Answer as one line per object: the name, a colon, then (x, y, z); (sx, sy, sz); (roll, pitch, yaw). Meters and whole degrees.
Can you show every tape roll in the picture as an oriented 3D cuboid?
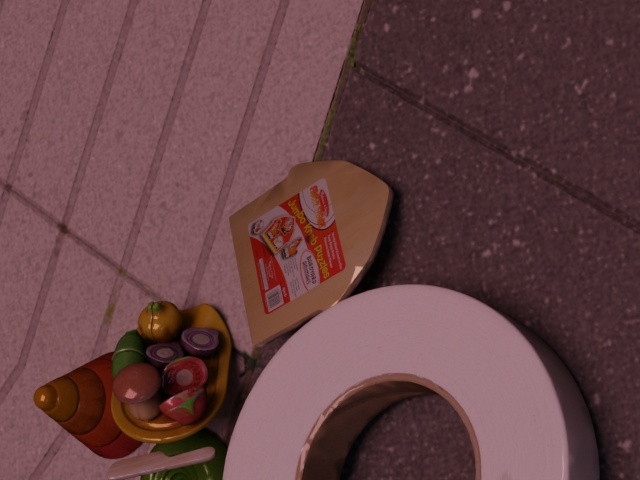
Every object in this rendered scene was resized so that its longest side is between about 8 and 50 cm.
tape roll: (0.080, 0.234, 1.758); (0.392, 0.072, 0.392); (-12, 67, 31)

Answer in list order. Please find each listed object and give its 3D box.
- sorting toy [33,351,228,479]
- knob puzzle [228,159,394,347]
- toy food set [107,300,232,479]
sorting toy: (-0.188, 0.243, 1.954); (0.365, 0.126, 0.127); (42, 107, 35)
knob puzzle: (0.000, 0.000, 1.906); (0.213, 0.030, 0.213); (-20, 54, 31)
toy food set: (-0.164, 0.137, 1.932); (0.128, 0.071, 0.218); (-7, 46, 10)
